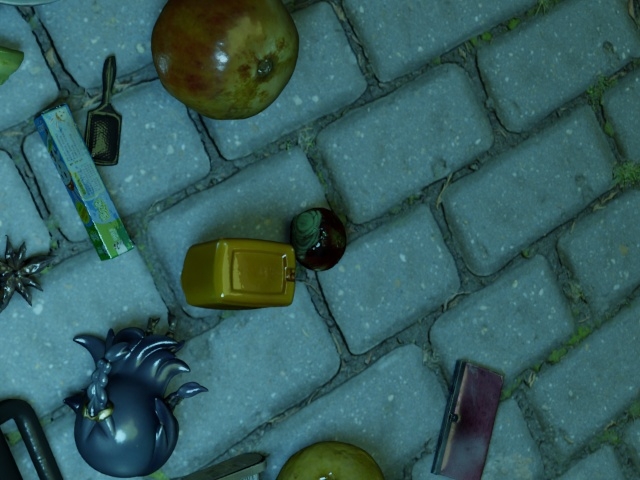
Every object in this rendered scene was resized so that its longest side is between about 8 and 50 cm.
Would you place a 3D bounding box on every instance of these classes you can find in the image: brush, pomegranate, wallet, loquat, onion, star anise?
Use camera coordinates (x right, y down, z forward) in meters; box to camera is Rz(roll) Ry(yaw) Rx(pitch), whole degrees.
[{"bbox_3d":[-0.237,0.446,1.878,0.327,0.070,0.065,-15,103,-28],"label":"brush"},{"bbox_3d":[-0.171,-0.346,1.896,0.229,0.270,0.252,22,107,-51],"label":"pomegranate"},{"bbox_3d":[0.298,0.368,2.204,0.119,0.025,0.232,21,76,-27],"label":"wallet"},{"bbox_3d":[0.016,0.459,1.938,0.208,0.208,0.208,3,84,-29],"label":"loquat"},{"bbox_3d":[0.000,0.000,2.024,0.118,0.118,0.117,21,79,-26],"label":"onion"},{"bbox_3d":[-0.485,0.048,1.774,0.129,0.056,0.124,-22,96,-29],"label":"star anise"},{"bbox_3d":[-0.370,-0.224,1.886,0.062,0.016,0.194,7,82,-30],"label":"brush"}]

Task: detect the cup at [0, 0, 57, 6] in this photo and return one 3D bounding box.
[{"bbox_3d":[-0.514,-0.526,1.750,0.347,0.163,0.347,3,84,-30],"label":"cup"}]

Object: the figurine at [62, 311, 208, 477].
[{"bbox_3d":[-0.312,0.254,1.794,0.197,0.175,0.265,-2,79,-38],"label":"figurine"}]

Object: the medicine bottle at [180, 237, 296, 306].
[{"bbox_3d":[-0.152,0.061,1.865,0.149,0.222,0.112,6,82,-29],"label":"medicine bottle"}]

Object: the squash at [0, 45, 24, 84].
[{"bbox_3d":[-0.597,-0.311,1.733,0.250,0.083,0.083,21,76,-28],"label":"squash"}]

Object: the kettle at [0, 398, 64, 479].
[{"bbox_3d":[-0.538,0.379,1.667,0.203,0.262,0.308,-22,102,6],"label":"kettle"}]

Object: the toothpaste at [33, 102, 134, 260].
[{"bbox_3d":[-0.395,-0.096,1.833,0.050,0.065,0.267,-29,100,-28],"label":"toothpaste"}]
